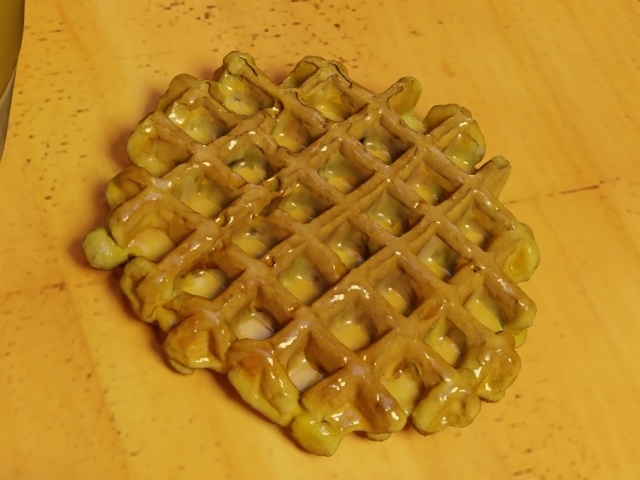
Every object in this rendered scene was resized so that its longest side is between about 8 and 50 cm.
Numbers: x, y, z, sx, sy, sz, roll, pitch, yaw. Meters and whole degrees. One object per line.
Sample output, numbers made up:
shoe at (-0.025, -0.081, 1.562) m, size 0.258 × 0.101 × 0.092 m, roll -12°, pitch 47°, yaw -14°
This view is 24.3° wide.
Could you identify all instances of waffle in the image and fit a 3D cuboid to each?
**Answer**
waffle at (0.004, -0.002, 0.596) m, size 0.191 × 0.038 × 0.191 m, roll 8°, pitch 53°, yaw -11°

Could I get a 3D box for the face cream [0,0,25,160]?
face cream at (-0.211, -0.106, 0.513) m, size 0.218 × 0.179 × 0.218 m, roll 8°, pitch 54°, yaw -11°
